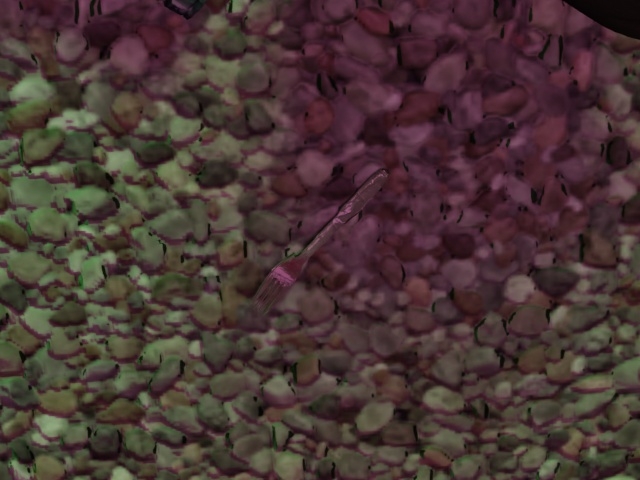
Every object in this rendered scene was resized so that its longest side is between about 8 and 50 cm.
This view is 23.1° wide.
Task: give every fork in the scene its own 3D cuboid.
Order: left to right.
[{"bbox_3d":[0.000,0.000,0.910,0.016,0.012,0.115,35,107,-24],"label":"fork"}]

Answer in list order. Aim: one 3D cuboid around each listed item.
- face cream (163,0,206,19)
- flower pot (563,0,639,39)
[{"bbox_3d":[-0.174,-0.203,0.752,0.291,0.071,0.144,28,116,-16],"label":"face cream"},{"bbox_3d":[0.150,-0.196,0.694,0.269,0.269,0.166,-28,136,13],"label":"flower pot"}]
